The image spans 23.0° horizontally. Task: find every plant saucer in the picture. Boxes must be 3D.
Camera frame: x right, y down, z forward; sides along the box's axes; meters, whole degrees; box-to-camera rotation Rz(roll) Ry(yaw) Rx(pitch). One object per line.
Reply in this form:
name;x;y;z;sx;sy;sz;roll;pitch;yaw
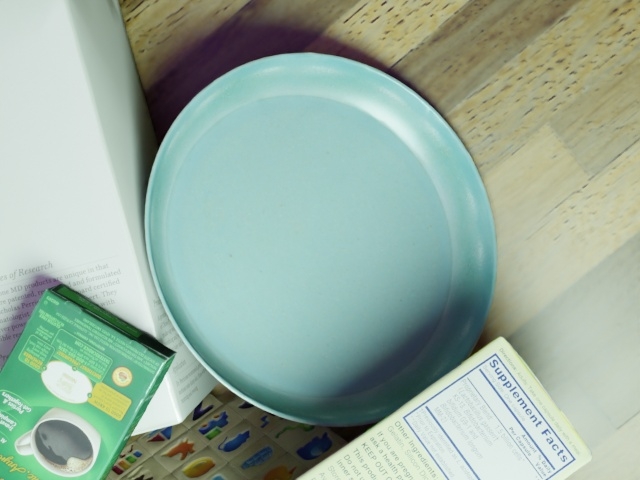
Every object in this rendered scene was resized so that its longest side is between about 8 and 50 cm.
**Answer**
plant saucer;0.000;0.000;1.315;0.317;0.044;0.317;6;74;-22

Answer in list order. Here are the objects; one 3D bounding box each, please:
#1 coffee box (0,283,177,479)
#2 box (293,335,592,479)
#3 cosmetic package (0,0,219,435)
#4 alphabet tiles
coffee box;-0.205;0.139;1.221;0.113;0.040;0.184;30;99;4
box;0.064;0.212;1.248;0.243;0.213;0.117;-32;77;-16
cosmetic package;-0.211;-0.022;1.323;0.155;0.197;0.365;-16;93;9
alphabet tiles;-0.086;0.183;1.331;0.237;0.198;0.009;-35;119;-17
